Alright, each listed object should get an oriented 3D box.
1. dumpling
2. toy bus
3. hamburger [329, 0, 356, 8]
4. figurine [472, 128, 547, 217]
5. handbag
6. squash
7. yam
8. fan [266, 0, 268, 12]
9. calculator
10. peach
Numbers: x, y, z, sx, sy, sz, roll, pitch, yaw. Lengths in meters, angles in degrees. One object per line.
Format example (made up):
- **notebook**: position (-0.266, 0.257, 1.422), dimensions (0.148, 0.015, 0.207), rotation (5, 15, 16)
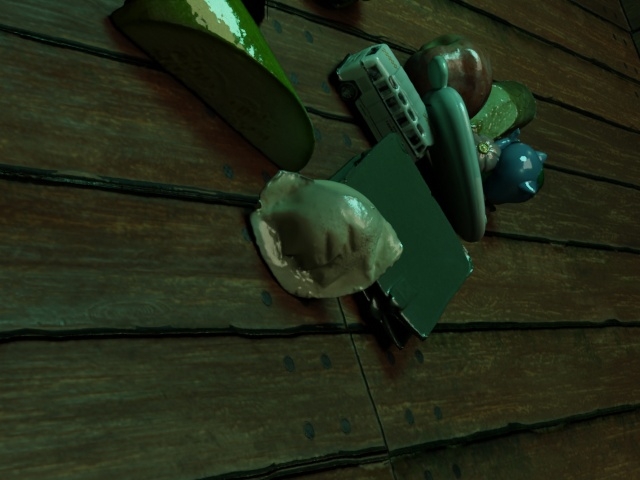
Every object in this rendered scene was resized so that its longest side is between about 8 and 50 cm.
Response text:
- **dumpling**: position (0.003, 0.001, 1.639), dimensions (0.181, 0.155, 0.111), rotation (30, -7, 8)
- **toy bus**: position (0.105, -0.202, 1.982), dimensions (0.194, 0.089, 0.087), rotation (58, 30, -15)
- **hamburger**: position (0.027, -0.496, 2.035), dimensions (0.285, 0.134, 0.266), rotation (34, 43, -47)
- **figurine**: position (0.280, -0.113, 2.188), dimensions (0.178, 0.144, 0.114), rotation (23, 38, -2)
- **handbag**: position (0.099, -0.001, 1.830), dimensions (0.248, 0.079, 0.260), rotation (60, 30, -9)
- **squash**: position (-0.104, -0.196, 1.614), dimensions (0.289, 0.111, 0.203), rotation (62, 30, -9)
- **yam**: position (0.301, -0.226, 2.321), dimensions (0.106, 0.106, 0.259), rotation (65, 27, -1)
- **fan**: position (-0.078, -0.477, 1.837), dimensions (0.233, 0.012, 0.415), rotation (96, -6, -51)
- **calculator**: position (0.203, -0.140, 2.039), dimensions (0.184, 0.042, 0.295), rotation (-144, -140, -78)
- **peach**: position (0.206, -0.259, 2.168), dimensions (0.152, 0.152, 0.152), rotation (39, 38, -39)
